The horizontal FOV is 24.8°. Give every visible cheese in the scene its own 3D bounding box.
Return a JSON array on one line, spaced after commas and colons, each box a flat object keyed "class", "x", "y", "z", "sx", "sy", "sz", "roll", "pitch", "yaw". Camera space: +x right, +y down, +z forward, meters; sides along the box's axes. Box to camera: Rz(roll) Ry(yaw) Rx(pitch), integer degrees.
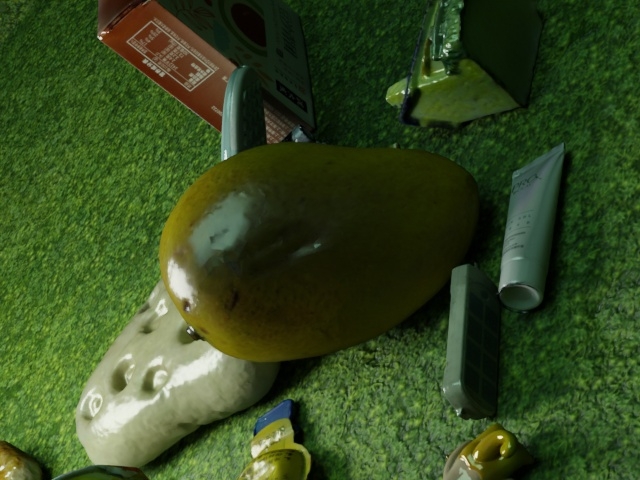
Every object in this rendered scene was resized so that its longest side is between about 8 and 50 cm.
[{"class": "cheese", "x": -0.222, "y": 0.223, "z": 2.177, "sx": 0.328, "sy": 0.129, "sz": 0.351, "roll": -55, "pitch": 31, "yaw": -5}, {"class": "cheese", "x": -0.067, "y": 0.311, "z": 1.965, "sx": 0.156, "sy": 0.064, "sz": 0.250, "roll": -34, "pitch": 28, "yaw": 26}]

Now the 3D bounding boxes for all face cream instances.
[{"class": "face cream", "x": 0.268, "y": -0.019, "z": 1.853, "sx": 0.092, "sy": 0.058, "sz": 0.244, "roll": -30, "pitch": 34, "yaw": 40}]

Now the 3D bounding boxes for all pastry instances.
[{"class": "pastry", "x": -0.544, "y": 0.426, "z": 2.432, "sx": 0.192, "sy": 0.093, "sz": 0.182, "roll": 4, "pitch": 63, "yaw": 48}]

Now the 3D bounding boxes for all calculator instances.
[{"class": "calculator", "x": -0.118, "y": -0.124, "z": 2.267, "sx": 0.042, "sy": 0.295, "sz": 0.184, "roll": 2, "pitch": 17, "yaw": 11}]

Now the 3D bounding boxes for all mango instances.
[{"class": "mango", "x": 0.000, "y": 0.000, "z": 1.961, "sx": 0.445, "sy": 0.220, "sz": 0.301, "roll": -19, "pitch": 76, "yaw": 4}]

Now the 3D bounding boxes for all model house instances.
[{"class": "model house", "x": 0.183, "y": -0.280, "z": 2.088, "sx": 0.211, "sy": 0.170, "sz": 0.194, "roll": -16, "pitch": 51, "yaw": 44}]

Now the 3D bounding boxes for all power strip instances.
[{"class": "power strip", "x": 0.190, "y": 0.118, "z": 1.798, "sx": 0.029, "sy": 0.080, "sz": 0.227, "roll": -23, "pitch": 44, "yaw": 35}]

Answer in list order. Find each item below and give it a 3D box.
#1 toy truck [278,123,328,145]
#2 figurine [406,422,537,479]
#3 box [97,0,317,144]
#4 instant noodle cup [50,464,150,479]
[{"class": "toy truck", "x": -0.010, "y": -0.061, "z": 2.173, "sx": 0.114, "sy": 0.124, "sz": 0.253, "roll": -43, "pitch": 33, "yaw": 16}, {"class": "figurine", "x": 0.135, "y": 0.311, "z": 1.670, "sx": 0.246, "sy": 0.131, "sz": 0.156, "roll": -45, "pitch": 47, "yaw": -6}, {"class": "box", "x": -0.191, "y": -0.359, "z": 2.425, "sx": 0.122, "sy": 0.385, "sz": 0.345, "roll": -36, "pitch": 37, "yaw": 24}, {"class": "instant noodle cup", "x": -0.288, "y": 0.463, "z": 1.949, "sx": 0.264, "sy": 0.264, "sz": 0.200, "roll": -52, "pitch": 42, "yaw": 4}]
